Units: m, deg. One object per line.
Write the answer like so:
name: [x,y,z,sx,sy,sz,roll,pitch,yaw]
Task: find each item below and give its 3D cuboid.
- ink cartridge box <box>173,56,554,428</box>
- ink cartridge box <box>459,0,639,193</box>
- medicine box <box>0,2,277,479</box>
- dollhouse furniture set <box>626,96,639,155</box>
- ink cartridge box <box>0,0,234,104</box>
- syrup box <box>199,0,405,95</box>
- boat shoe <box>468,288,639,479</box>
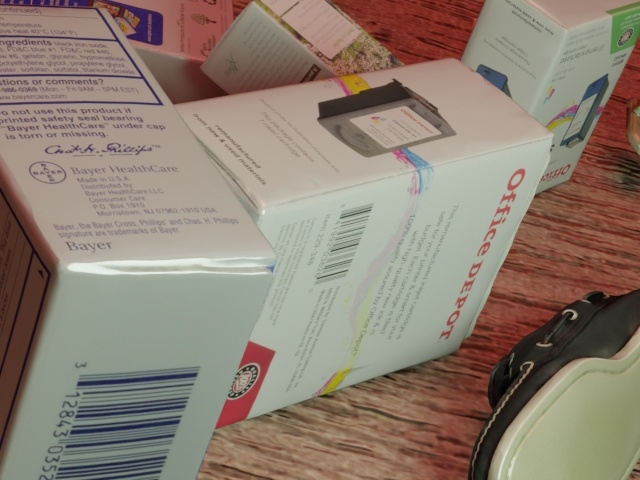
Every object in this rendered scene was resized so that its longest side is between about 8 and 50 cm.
ink cartridge box: [0.000,0.000,1.405,0.306,0.226,0.131,-15,48,-43]
ink cartridge box: [0.197,-0.143,1.730,0.093,0.212,0.154,41,37,24]
medicine box: [-0.183,0.027,1.230,0.149,0.263,0.289,-2,39,-31]
dollhouse furniture set: [0.442,-0.088,1.789,0.242,0.212,0.161,43,28,-15]
ink cartridge box: [-0.244,-0.214,1.735,0.333,0.065,0.165,14,34,-13]
syrup box: [0.023,-0.120,1.658,0.237,0.096,0.093,41,36,0]
boat shoe: [0.187,0.117,1.444,0.113,0.127,0.340,6,30,35]
